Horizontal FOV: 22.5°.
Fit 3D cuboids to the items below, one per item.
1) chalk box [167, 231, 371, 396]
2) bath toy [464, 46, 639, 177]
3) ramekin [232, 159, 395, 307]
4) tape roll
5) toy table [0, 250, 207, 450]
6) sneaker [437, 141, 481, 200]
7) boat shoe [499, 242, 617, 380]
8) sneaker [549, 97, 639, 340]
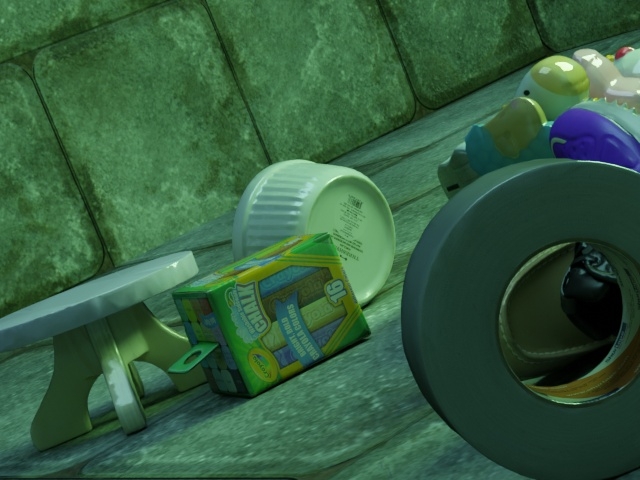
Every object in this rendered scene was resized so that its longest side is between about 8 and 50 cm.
[{"bbox_3d":[-0.078,0.092,1.831,0.213,0.132,0.132,-25,8,-24],"label":"chalk box"},{"bbox_3d":[0.286,-0.133,1.696,0.129,0.151,0.348,-9,12,36],"label":"bath toy"},{"bbox_3d":[0.000,0.000,2.016,0.109,0.207,0.207,-1,21,45],"label":"ramekin"},{"bbox_3d":[0.168,0.053,1.115,0.219,0.219,0.072,-23,8,-5],"label":"tape roll"},{"bbox_3d":[-0.256,0.133,1.937,0.274,0.160,0.252,-20,8,7],"label":"toy table"},{"bbox_3d":[0.197,-0.081,1.785,0.091,0.094,0.258,-28,7,-6],"label":"sneaker"},{"bbox_3d":[0.264,0.023,1.410,0.341,0.121,0.110,-26,8,-37],"label":"boat shoe"},{"bbox_3d":[0.243,0.001,1.297,0.146,0.102,0.293,-32,47,-6],"label":"sneaker"}]
